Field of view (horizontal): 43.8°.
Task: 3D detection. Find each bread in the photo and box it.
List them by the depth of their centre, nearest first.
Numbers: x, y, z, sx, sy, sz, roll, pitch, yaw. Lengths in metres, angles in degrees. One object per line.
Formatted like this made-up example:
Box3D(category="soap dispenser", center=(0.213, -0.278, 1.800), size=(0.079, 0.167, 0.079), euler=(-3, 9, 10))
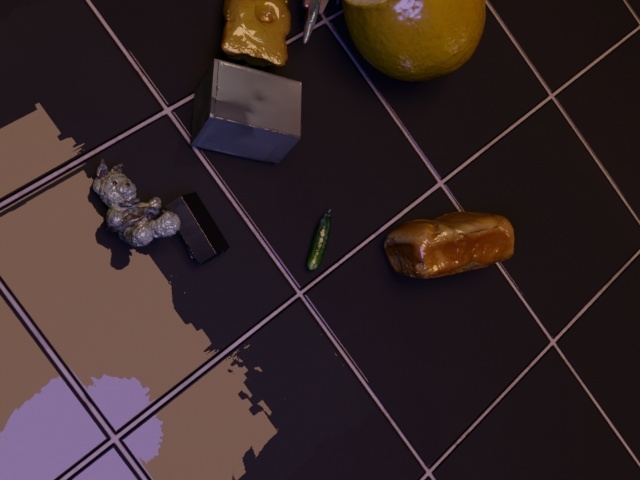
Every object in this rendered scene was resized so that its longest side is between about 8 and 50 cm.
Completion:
Box3D(category="bread", center=(-0.154, -0.504, 1.854), size=(0.161, 0.088, 0.233), euler=(16, 67, -26))
Box3D(category="bread", center=(0.304, 0.008, 1.882), size=(0.294, 0.167, 0.132), euler=(-7, 102, -28))

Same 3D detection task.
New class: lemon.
Box3D(category="lemon", center=(0.239, -0.539, 1.914), size=(0.364, 0.364, 0.364), euler=(7, 73, -23))

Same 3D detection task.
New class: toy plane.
Box3D(category="toy plane", center=(-0.014, -0.604, 1.936), size=(0.223, 0.104, 0.326), euler=(20, 70, -18))

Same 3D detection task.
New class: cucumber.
Box3D(category="cucumber", center=(0.000, 0.000, 1.810), size=(0.037, 0.037, 0.155), euler=(24, 69, -18))

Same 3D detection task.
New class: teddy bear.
Box3D(category="teddy bear", center=(-0.388, -0.058, 1.618), size=(0.213, 0.111, 0.133), euler=(47, 37, 20))

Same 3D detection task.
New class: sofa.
Box3D(category="sofa", center=(-0.264, -0.024, 1.685), size=(0.147, 0.060, 0.085), euler=(58, 18, -1))

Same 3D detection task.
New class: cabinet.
Box3D(category="cabinet", center=(-0.162, -0.278, 1.747), size=(0.206, 0.150, 0.145), euler=(10, 66, -23))
